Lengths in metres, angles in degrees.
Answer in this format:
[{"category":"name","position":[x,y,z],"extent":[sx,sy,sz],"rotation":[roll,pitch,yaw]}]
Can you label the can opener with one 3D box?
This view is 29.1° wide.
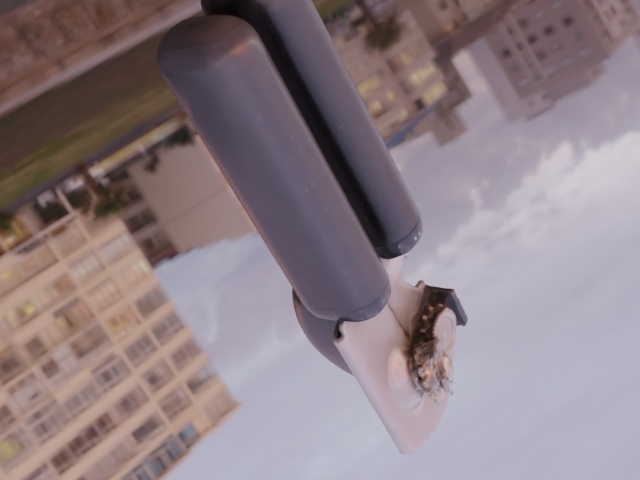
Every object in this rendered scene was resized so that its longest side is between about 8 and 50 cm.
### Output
[{"category":"can opener","position":[0.000,0.000,0.567],"extent":[0.093,0.280,0.074],"rotation":[6,-128,30]}]
